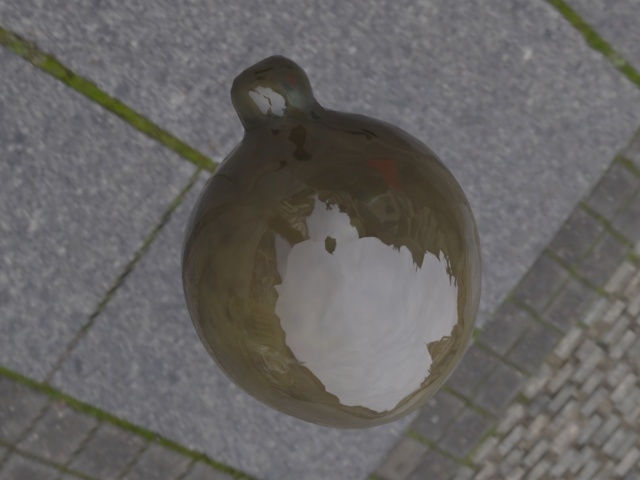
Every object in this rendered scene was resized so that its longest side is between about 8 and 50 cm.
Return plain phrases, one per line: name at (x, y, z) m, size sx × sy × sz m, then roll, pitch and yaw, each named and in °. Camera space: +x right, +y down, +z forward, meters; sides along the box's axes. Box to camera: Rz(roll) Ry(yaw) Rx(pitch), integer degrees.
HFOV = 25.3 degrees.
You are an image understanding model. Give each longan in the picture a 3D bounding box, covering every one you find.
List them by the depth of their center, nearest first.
longan at (0.000, 0.000, 0.757) m, size 0.159 × 0.185 × 0.204 m, roll -23°, pitch 111°, yaw -9°
